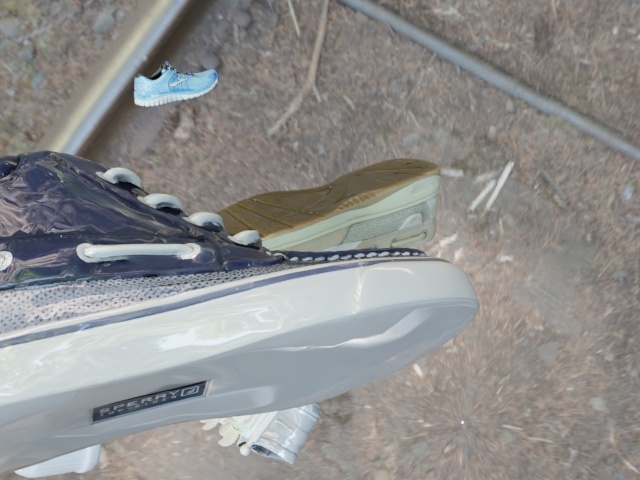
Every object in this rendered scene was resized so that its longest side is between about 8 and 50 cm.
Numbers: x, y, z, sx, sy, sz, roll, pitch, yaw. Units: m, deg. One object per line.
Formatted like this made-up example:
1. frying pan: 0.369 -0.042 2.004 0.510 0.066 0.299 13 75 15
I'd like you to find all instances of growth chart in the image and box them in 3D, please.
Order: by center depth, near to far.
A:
1. growth chart: -0.132 0.218 1.387 0.172 0.021 0.237 -47 43 -10

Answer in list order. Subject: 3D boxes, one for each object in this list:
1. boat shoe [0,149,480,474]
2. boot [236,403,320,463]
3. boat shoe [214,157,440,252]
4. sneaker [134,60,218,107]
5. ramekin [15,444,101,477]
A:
1. boat shoe: -0.079 0.015 0.505 0.340 0.127 0.158 -8 59 -28
2. boot: -0.130 0.313 1.618 0.258 0.095 0.123 15 68 36
3. boat shoe: 0.000 0.000 0.892 0.302 0.109 0.098 -21 117 -31
4. sneaker: -0.261 -0.292 1.620 0.162 0.063 0.073 -18 111 -23
5. ramekin: -0.503 0.299 1.603 0.127 0.273 0.273 -12 73 -35
